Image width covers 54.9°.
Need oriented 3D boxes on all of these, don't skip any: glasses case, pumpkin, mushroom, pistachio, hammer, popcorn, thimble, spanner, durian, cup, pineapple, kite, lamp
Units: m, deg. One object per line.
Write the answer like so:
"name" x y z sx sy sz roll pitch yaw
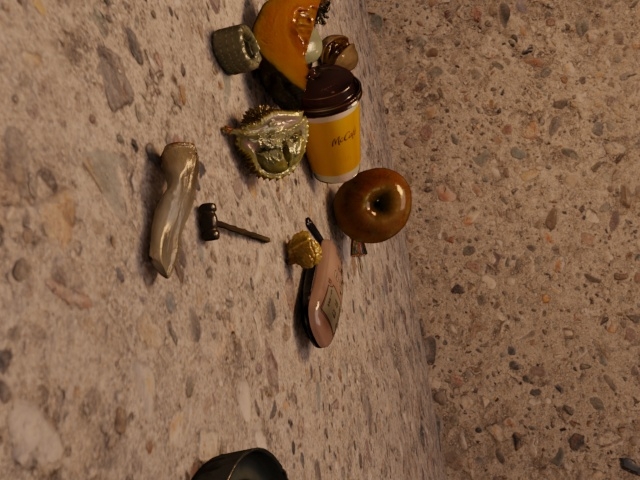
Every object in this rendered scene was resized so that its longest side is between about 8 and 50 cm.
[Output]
"glasses case" 0.007 0.117 1.440 0.314 0.075 0.122 -78 151 -54
"pumpkin" -0.095 -0.411 1.385 0.169 0.148 0.312 127 -23 -58
"mushroom" -0.204 -0.044 0.841 0.059 0.054 0.202 45 43 -56
"pistachio" 0.053 -0.604 2.017 0.129 0.131 0.206 35 23 5
"hammer" -0.141 -0.014 1.092 0.292 0.029 0.058 25 58 -74
"popcorn" -0.045 0.027 1.340 0.084 0.084 0.084 -10 90 -75
"thimble" -0.157 -0.362 1.176 0.110 0.062 0.084 37 48 -68
"spanner" 0.000 0.000 1.613 0.208 0.012 0.046 56 29 -56
"durian" -0.115 -0.190 1.190 0.208 0.102 0.146 2 96 -50
"cup" 0.022 -0.292 1.577 0.196 0.196 0.279 -83 166 -47
"pineapple" -0.005 -0.762 1.938 0.197 0.108 0.108 82 8 -51
"kite" 0.125 0.018 2.058 0.241 0.014 0.183 -17 100 -75
"lamp" -0.060 -0.477 1.553 0.193 0.106 0.106 -63 141 -50

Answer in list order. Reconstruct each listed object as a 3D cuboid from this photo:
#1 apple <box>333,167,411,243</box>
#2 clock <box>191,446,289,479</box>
"apple" 0.150 -0.103 1.810 0.207 0.237 0.237 -164 -116 -86
"clock" -0.105 0.452 0.842 0.319 0.066 0.319 -10 90 -75
